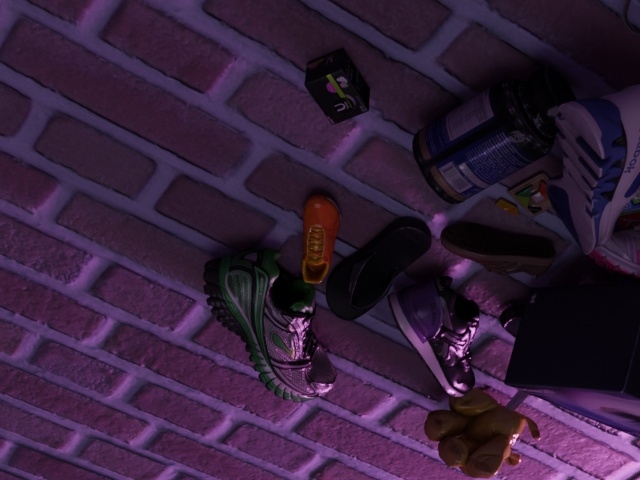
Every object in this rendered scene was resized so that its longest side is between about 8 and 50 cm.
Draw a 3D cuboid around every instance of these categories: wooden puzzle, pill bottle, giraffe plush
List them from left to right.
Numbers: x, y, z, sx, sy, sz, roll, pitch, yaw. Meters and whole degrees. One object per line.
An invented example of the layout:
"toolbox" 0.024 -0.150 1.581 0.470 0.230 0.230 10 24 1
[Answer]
"giraffe plush" 0.302 0.372 2.107 0.210 0.181 0.170 -26 150 -17
"pill bottle" 0.248 -0.150 1.577 0.219 0.123 0.123 -30 126 30
"wooden puzzle" 0.333 -0.067 1.732 0.078 0.014 0.116 33 129 -25

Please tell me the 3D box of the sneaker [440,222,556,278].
"sneaker" 0.277 0.027 1.797 0.188 0.066 0.071 11 137 -5

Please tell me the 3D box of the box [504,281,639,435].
"box" 0.502 0.199 1.770 0.294 0.182 0.296 24 166 -22

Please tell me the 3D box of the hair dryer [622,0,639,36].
"hair dryer" 0.538 -0.317 1.382 0.223 0.080 0.293 39 117 -3

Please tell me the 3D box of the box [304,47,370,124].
"box" 0.024 -0.216 1.585 0.062 0.052 0.083 -20 132 23

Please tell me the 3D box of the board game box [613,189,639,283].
"board game box" 0.553 -0.014 1.740 0.213 0.046 0.317 -15 132 19

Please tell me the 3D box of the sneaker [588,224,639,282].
"sneaker" 0.507 0.015 1.681 0.252 0.111 0.103 22 177 7

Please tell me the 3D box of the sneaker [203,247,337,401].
"sneaker" -0.057 0.151 1.912 0.146 0.134 0.343 -18 131 22

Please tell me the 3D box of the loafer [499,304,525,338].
"loafer" 0.405 0.176 1.926 0.223 0.078 0.076 25 133 -18

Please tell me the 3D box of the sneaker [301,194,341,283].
"sneaker" 0.000 0.000 1.799 0.064 0.067 0.175 4 134 5

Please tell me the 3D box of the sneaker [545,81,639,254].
"sneaker" 0.418 -0.109 1.524 0.182 0.127 0.315 -25 152 -7

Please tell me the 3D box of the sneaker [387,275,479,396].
"sneaker" 0.230 0.167 1.923 0.124 0.107 0.283 -27 134 12

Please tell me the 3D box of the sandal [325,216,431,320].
"sandal" 0.086 0.055 1.854 0.097 0.054 0.254 24 133 -17
